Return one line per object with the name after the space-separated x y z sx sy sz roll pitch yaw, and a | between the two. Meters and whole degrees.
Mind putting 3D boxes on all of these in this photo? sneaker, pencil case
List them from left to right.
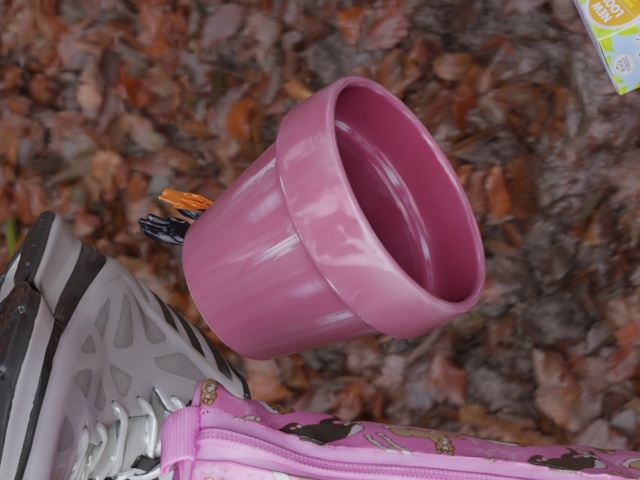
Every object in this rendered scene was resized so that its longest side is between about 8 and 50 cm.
-0.161 0.148 0.955 0.257 0.447 0.169 31 111 -17 | sneaker
0.084 0.191 0.792 0.386 0.160 0.167 6 100 2 | pencil case

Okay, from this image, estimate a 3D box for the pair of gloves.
-0.128 -0.020 1.115 0.074 0.083 0.010 16 127 9 | pair of gloves

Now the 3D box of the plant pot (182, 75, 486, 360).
0.000 0.000 0.916 0.180 0.201 0.201 -29 82 28 | plant pot

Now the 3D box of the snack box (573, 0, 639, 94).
0.255 -0.214 0.766 0.207 0.070 0.174 -25 54 15 | snack box
